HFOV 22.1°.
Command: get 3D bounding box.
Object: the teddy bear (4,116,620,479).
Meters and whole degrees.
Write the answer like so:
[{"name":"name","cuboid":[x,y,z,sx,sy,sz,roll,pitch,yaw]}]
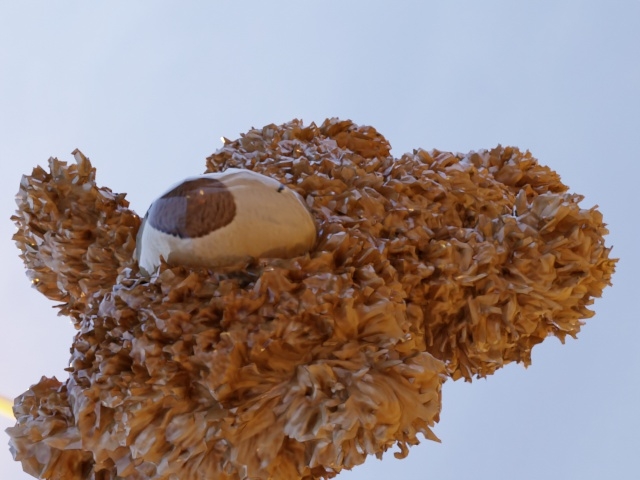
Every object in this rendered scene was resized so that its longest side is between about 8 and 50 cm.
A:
[{"name":"teddy bear","cuboid":[0.000,0.000,0.687,0.338,0.245,0.113,-18,-55,-52]}]
